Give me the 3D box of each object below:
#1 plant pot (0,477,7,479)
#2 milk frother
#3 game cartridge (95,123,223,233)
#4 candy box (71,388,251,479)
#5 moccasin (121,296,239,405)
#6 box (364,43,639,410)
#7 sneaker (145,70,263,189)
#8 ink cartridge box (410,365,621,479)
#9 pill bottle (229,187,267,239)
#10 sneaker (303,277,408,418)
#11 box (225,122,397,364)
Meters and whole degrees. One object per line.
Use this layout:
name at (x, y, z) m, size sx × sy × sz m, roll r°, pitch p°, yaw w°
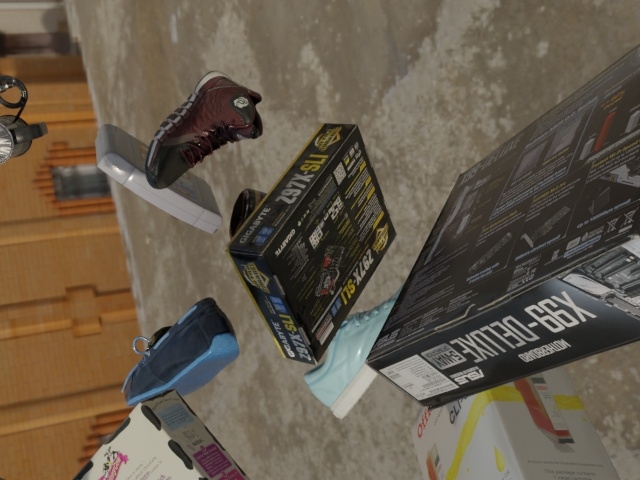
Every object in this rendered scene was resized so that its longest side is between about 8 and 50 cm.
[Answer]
plant pot at (-0.588, 0.526, 1.289) m, size 0.263 × 0.229 × 0.263 m, roll 21°, pitch 132°, yaw 25°
milk frother at (-0.593, -0.224, 1.435) m, size 0.143 × 0.129 × 0.135 m, roll 58°, pitch -179°, yaw -14°
game cartridge at (-0.344, -0.130, 1.670) m, size 0.062 × 0.297 × 0.198 m, roll -52°, pitch 31°, yaw 9°
candy box at (-0.147, 0.301, 0.830) m, size 0.233 × 0.071 × 0.159 m, roll 47°, pitch 107°, yaw 13°
moccasin at (-0.248, 0.204, 1.386) m, size 0.342 × 0.138 × 0.117 m, roll -35°, pitch 65°, yaw 39°
box at (0.180, -0.014, 0.601) m, size 0.076 × 0.242 × 0.307 m, roll 37°, pitch 146°, yaw -9°
sneaker at (-0.210, -0.202, 1.505) m, size 0.162 × 0.281 × 0.106 m, roll 23°, pitch 161°, yaw 21°
ink cartridge box at (0.282, 0.351, 1.168) m, size 0.384 × 0.160 × 0.279 m, roll -101°, pitch 22°, yaw -52°
pill bottle at (-0.075, -0.027, 1.658) m, size 0.123 × 0.219 × 0.122 m, roll -165°, pitch 90°, yaw -70°
sneaker at (0.085, 0.189, 1.566) m, size 0.150 × 0.135 × 0.366 m, roll 36°, pitch 105°, yaw 9°
box at (0.000, 0.000, 1.285) m, size 0.079 × 0.322 × 0.257 m, roll 9°, pitch 138°, yaw 33°
